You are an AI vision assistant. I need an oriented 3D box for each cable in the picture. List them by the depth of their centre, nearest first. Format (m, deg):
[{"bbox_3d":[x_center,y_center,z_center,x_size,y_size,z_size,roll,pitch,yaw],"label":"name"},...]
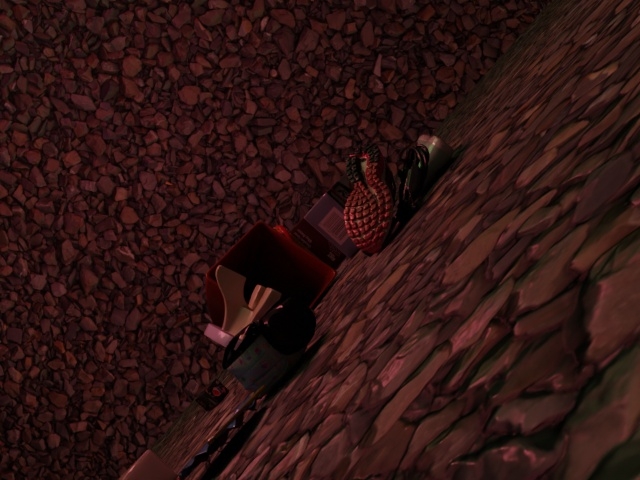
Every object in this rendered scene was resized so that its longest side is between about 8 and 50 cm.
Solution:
[{"bbox_3d":[0.209,-0.134,1.548,0.150,0.047,0.185,102,177,-67],"label":"cable"}]

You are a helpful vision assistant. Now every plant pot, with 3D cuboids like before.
[{"bbox_3d":[-0.157,0.161,1.866,0.267,0.267,0.236,-49,-11,-44],"label":"plant pot"}]

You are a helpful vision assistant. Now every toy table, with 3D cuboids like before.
[{"bbox_3d":[-0.156,0.181,1.557,0.161,0.252,0.274,-64,22,-8],"label":"toy table"}]

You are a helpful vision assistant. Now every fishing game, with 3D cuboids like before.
[{"bbox_3d":[-0.165,0.341,1.156,0.189,0.041,0.264,-39,-11,-45],"label":"fishing game"}]

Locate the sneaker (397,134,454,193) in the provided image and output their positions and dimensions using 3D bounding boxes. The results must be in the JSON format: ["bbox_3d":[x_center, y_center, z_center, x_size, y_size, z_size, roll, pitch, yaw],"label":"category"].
[{"bbox_3d":[0.251,-0.187,1.727,0.151,0.094,0.256,-51,0,5],"label":"sneaker"}]

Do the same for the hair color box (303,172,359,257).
[{"bbox_3d":[0.093,-0.095,2.134,0.113,0.185,0.374,-48,1,21],"label":"hair color box"}]

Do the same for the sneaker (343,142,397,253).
[{"bbox_3d":[0.131,-0.093,1.567,0.120,0.112,0.299,-18,46,25],"label":"sneaker"}]

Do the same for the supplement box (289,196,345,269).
[{"bbox_3d":[0.000,0.000,2.262,0.194,0.191,0.129,-50,2,-21],"label":"supplement box"}]

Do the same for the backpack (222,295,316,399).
[{"bbox_3d":[-0.096,0.203,1.247,0.182,0.115,0.152,-48,-11,30],"label":"backpack"}]

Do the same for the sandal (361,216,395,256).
[{"bbox_3d":[0.146,-0.027,1.675,0.097,0.054,0.254,-56,7,30],"label":"sandal"}]

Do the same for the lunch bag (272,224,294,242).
[{"bbox_3d":[-0.136,0.121,2.168,0.120,0.258,0.293,-19,-26,-25],"label":"lunch bag"}]

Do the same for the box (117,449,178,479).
[{"bbox_3d":[-0.435,0.587,1.518,0.275,0.094,0.113,-47,2,38],"label":"box"}]

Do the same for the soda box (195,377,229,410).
[{"bbox_3d":[-0.340,0.484,2.116,0.053,0.060,0.169,-47,0,-30],"label":"soda box"}]
